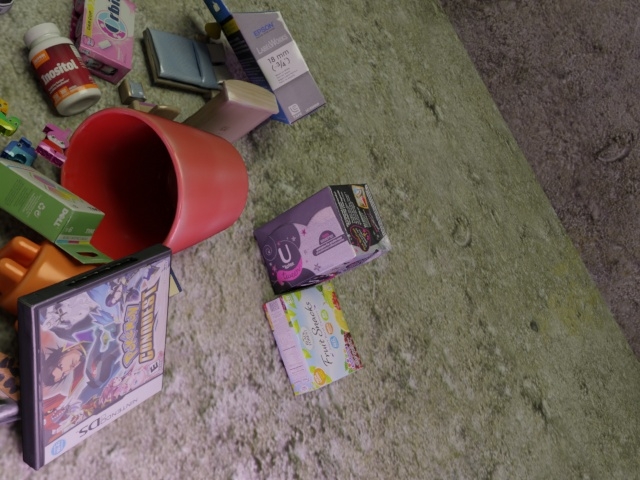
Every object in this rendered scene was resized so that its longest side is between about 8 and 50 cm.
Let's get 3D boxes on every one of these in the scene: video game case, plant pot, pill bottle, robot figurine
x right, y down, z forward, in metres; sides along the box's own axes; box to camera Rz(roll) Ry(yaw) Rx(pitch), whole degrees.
[{"bbox_3d":[-0.325,0.164,0.948,0.248,0.035,0.274,-28,134,-54],"label":"video game case"},{"bbox_3d":[-0.275,-0.098,1.147,0.243,0.275,0.274,-15,80,-60],"label":"plant pot"},{"bbox_3d":[-0.474,-0.312,1.169,0.086,0.086,0.152,-33,93,-52],"label":"pill bottle"},{"bbox_3d":[-0.395,0.082,0.991,0.219,0.128,0.158,39,6,-27],"label":"robot figurine"}]

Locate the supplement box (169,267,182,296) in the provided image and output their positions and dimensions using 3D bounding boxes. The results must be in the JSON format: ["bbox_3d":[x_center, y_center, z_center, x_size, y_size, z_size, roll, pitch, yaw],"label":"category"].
[{"bbox_3d":[-0.309,0.075,1.149,0.083,0.056,0.083,-22,86,-52],"label":"supplement box"}]

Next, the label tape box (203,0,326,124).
[{"bbox_3d":[-0.132,-0.441,1.475,0.333,0.106,0.240,60,-6,-20],"label":"label tape box"}]

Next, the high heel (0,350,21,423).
[{"bbox_3d":[-0.465,0.132,0.900,0.186,0.093,0.261,-9,92,-44],"label":"high heel"}]

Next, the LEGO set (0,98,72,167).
[{"bbox_3d":[-0.520,-0.201,1.056,0.227,0.087,0.093,36,42,-21],"label":"LEGO set"}]

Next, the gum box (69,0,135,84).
[{"bbox_3d":[-0.438,-0.414,1.287,0.107,0.062,0.188,19,55,-41],"label":"gum box"}]

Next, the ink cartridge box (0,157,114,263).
[{"bbox_3d":[-0.411,-0.045,0.996,0.209,0.062,0.109,32,2,6],"label":"ink cartridge box"}]

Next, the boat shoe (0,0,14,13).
[{"bbox_3d":[-0.584,-0.568,1.178,0.113,0.105,0.306,21,54,-40],"label":"boat shoe"}]

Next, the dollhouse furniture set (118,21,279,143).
[{"bbox_3d":[-0.270,-0.373,1.347,0.286,0.198,0.303,2,67,-48],"label":"dollhouse furniture set"}]

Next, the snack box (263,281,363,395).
[{"bbox_3d":[-0.014,0.210,1.395,0.175,0.070,0.207,-9,75,-51],"label":"snack box"}]

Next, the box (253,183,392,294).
[{"bbox_3d":[0.000,0.000,1.391,0.142,0.247,0.163,-9,76,-49],"label":"box"}]
